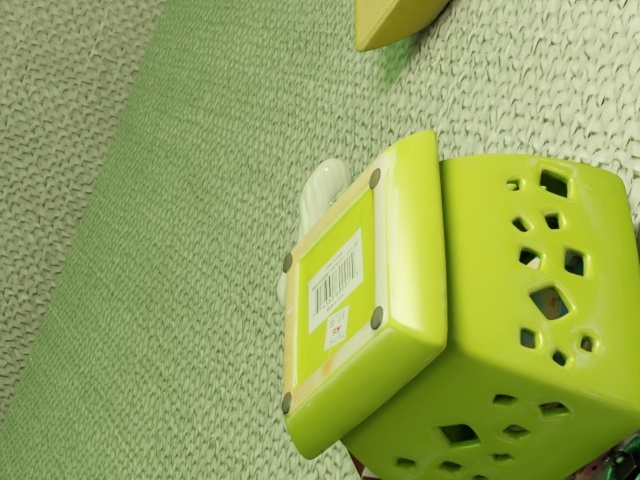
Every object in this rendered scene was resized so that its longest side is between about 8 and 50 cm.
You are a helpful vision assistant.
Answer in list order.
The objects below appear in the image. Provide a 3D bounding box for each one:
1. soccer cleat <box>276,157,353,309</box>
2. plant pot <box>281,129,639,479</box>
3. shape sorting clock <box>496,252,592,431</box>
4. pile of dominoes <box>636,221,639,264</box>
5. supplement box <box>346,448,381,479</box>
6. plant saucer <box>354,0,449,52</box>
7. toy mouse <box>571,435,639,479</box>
[{"bbox_3d":[0.000,0.000,1.711,0.076,0.068,0.196,48,123,61],"label":"soccer cleat"},{"bbox_3d":[0.096,0.061,1.107,0.228,0.207,0.227,-47,33,46],"label":"plant pot"},{"bbox_3d":[0.174,0.068,1.246,0.206,0.040,0.206,-51,28,40],"label":"shape sorting clock"},{"bbox_3d":[0.312,-0.041,1.047,0.196,0.040,0.251,-165,87,-68],"label":"pile of dominoes"},{"bbox_3d":[0.059,0.124,1.380,0.239,0.073,0.130,-120,42,-69],"label":"supplement box"},{"bbox_3d":[0.154,-0.420,1.690,0.333,0.081,0.333,-50,29,41],"label":"plant saucer"},{"bbox_3d":[0.222,0.154,1.062,0.161,0.031,0.143,-3,68,68],"label":"toy mouse"}]
